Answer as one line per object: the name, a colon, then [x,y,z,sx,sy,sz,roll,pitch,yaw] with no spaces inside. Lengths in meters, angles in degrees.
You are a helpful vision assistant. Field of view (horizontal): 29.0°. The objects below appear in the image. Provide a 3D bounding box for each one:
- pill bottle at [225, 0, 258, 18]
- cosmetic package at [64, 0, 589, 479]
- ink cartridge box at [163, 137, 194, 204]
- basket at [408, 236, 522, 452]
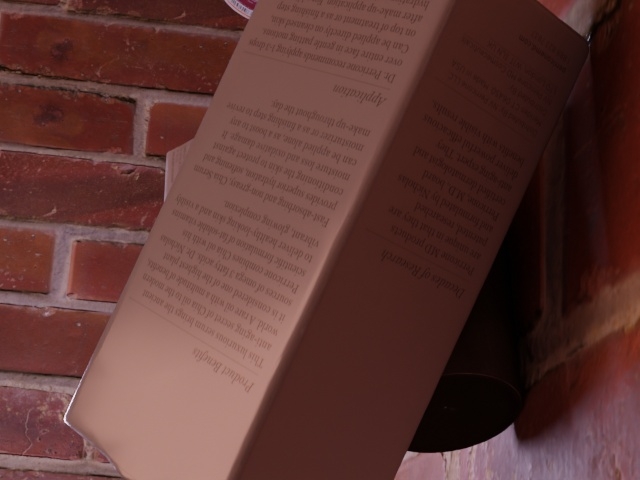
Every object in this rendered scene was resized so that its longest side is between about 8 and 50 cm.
pill bottle: [-0.046,-0.456,1.824,0.392,0.224,0.224,-174,89,-81]
cosmetic package: [0.000,0.000,0.982,0.230,0.161,0.453,24,88,49]
ink cartridge box: [-0.014,-0.092,1.521,0.091,0.385,0.308,57,-167,-30]
basket: [0.093,0.058,1.091,0.204,0.154,0.227,-46,37,39]
